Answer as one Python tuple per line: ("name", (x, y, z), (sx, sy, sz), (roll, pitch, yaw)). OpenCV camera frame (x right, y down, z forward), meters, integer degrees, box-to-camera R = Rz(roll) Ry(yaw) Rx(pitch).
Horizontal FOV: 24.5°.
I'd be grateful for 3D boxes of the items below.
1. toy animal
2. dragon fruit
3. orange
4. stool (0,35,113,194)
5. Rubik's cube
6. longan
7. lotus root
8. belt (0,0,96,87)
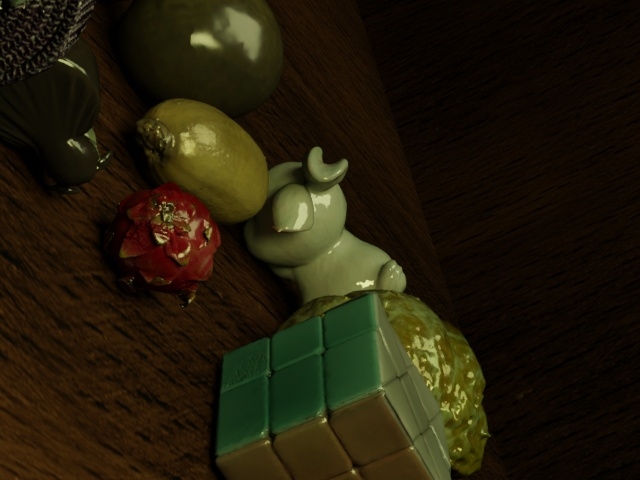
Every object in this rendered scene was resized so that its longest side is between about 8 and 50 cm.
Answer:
("toy animal", (-0.006, 0.001, 2.220), (0.247, 0.183, 0.310), (19, -41, 60))
("dragon fruit", (-0.181, 0.002, 1.690), (0.136, 0.133, 0.166), (-69, 158, -3))
("orange", (0.106, 0.188, 2.085), (0.369, 0.210, 0.271), (40, -4, -34))
("stool", (-0.283, -0.148, 1.545), (0.121, 0.125, 0.217), (-101, 172, -50))
("Rubik's cube", (0.017, 0.241, 1.810), (0.221, 0.225, 0.231), (60, 14, -27))
("longan", (-0.167, -0.271, 2.057), (0.246, 0.215, 0.246), (28, -10, 6))
("lotus root", (-0.150, -0.105, 1.972), (0.303, 0.131, 0.146), (41, 29, -62))
("belt", (-0.329, -0.279, 1.256), (0.325, 0.260, 0.122), (53, 14, -12))
